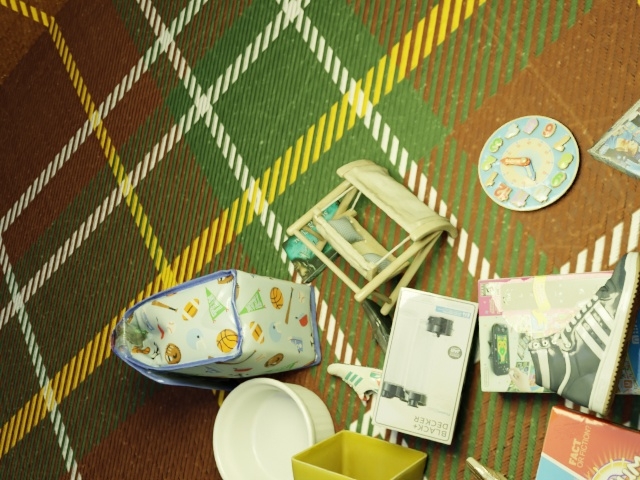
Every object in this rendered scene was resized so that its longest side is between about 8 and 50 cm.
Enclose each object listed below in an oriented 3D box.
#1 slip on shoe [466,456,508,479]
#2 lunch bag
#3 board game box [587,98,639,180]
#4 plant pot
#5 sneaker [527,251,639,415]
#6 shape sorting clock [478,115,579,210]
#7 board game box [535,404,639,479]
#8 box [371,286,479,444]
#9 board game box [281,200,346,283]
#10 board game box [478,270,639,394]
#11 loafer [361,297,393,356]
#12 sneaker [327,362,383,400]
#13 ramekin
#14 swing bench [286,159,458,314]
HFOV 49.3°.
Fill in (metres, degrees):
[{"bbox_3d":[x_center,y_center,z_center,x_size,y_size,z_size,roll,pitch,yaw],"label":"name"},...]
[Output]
[{"bbox_3d":[0.346,0.474,1.371,0.041,0.051,0.135,-33,46,-21],"label":"slip on shoe"},{"bbox_3d":[-0.245,0.226,1.637,0.385,0.328,0.238,-15,70,29],"label":"lunch bag"},{"bbox_3d":[0.643,-0.172,1.293,0.194,0.060,0.194,-47,60,16],"label":"board game box"},{"bbox_3d":[0.077,0.535,1.445,0.212,0.212,0.187,7,97,34],"label":"plant pot"},{"bbox_3d":[0.458,0.145,1.213,0.153,0.099,0.282,15,92,32],"label":"sneaker"},{"bbox_3d":[0.428,-0.161,1.444,0.206,0.040,0.206,-7,77,32],"label":"shape sorting clock"},{"bbox_3d":[0.545,0.456,1.227,0.317,0.064,0.242,12,87,34],"label":"board game box"},{"bbox_3d":[0.220,0.254,1.438,0.169,0.087,0.290,13,87,13],"label":"box"},{"bbox_3d":[0.000,0.000,1.700,0.186,0.026,0.126,-43,60,19],"label":"board game box"},{"bbox_3d":[0.461,0.176,1.322,0.303,0.097,0.224,-7,77,31],"label":"board game box"},{"bbox_3d":[0.134,0.205,1.551,0.061,0.062,0.170,-46,58,23],"label":"loafer"},{"bbox_3d":[0.082,0.318,1.563,0.161,0.057,0.075,2,76,31],"label":"sneaker"},{"bbox_3d":[-0.100,0.458,1.608,0.277,0.135,0.277,-7,77,32],"label":"ramekin"},{"bbox_3d":[0.114,-0.022,1.525,0.254,0.165,0.253,-50,59,5],"label":"swing bench"}]
